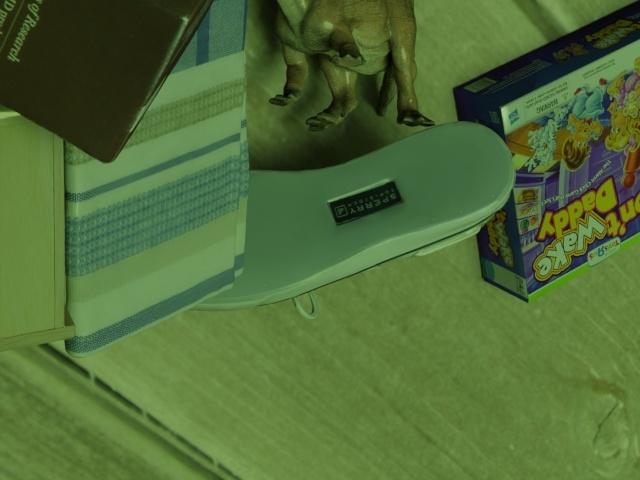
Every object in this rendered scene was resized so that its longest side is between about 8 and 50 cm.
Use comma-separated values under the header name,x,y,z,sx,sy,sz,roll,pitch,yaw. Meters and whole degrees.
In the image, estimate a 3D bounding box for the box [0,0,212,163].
name,x,y,z,sx,sy,sz,roll,pitch,yaw
box,-0.243,-0.232,1.063,0.381,0.191,0.143,31,128,-7

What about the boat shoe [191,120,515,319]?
name,x,y,z,sx,sy,sz,roll,pitch,yaw
boat shoe,-0.001,-0.008,1.568,0.367,0.136,0.156,-19,161,-6

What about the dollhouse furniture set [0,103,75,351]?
name,x,y,z,sx,sy,sz,roll,pitch,yaw
dollhouse furniture set,-0.333,-0.072,1.208,0.286,0.303,0.198,-10,127,-22

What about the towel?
name,x,y,z,sx,sy,sz,roll,pitch,yaw
towel,-0.132,-0.060,1.342,0.209,0.034,0.285,-27,129,-46

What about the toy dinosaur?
name,x,y,z,sx,sy,sz,roll,pitch,yaw
toy dinosaur,0.027,-0.215,1.521,0.296,0.127,0.200,29,60,-54

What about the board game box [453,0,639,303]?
name,x,y,z,sx,sy,sz,roll,pitch,yaw
board game box,0.315,-0.114,1.793,0.347,0.078,0.233,-27,123,-25
